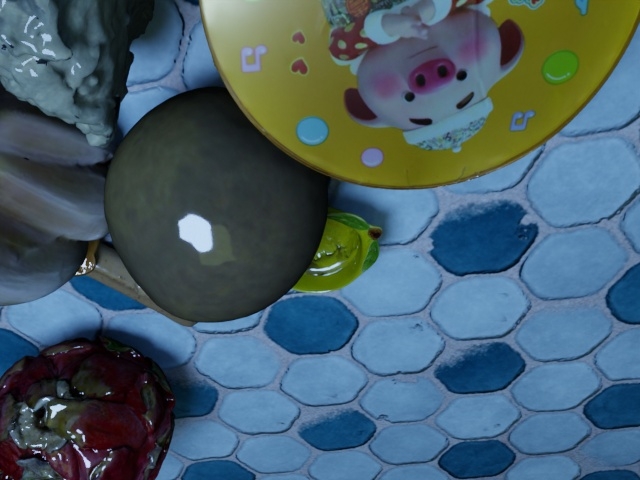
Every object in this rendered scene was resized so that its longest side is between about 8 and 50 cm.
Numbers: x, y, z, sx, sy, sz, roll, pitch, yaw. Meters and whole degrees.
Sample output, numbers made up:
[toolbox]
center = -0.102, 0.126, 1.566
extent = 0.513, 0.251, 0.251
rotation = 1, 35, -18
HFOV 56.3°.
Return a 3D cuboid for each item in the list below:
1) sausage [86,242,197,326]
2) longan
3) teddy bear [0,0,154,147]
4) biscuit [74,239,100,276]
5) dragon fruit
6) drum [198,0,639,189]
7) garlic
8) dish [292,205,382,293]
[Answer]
[sausage]
center = -0.325, 0.059, 0.989
extent = 0.301, 0.066, 0.066
rotation = 31, 123, -24
[longan]
center = -0.133, -0.039, 0.764
extent = 0.297, 0.297, 0.297
rotation = 0, 129, 1
[teddy bear]
center = -0.261, -0.256, 0.542
extent = 0.224, 0.367, 0.357
rotation = -8, 130, 0
[biscuit]
center = -0.394, -0.016, 0.908
extent = 0.118, 0.023, 0.140
rotation = 12, 93, -18
[dragon fruit]
center = -0.407, 0.321, 1.048
extent = 0.329, 0.329, 0.329
rotation = 0, 129, 1
[drum]
center = 0.093, -0.277, 0.613
extent = 0.431, 0.214, 0.431
rotation = 1, 129, 1
[garlic]
center = -0.367, -0.048, 0.747
extent = 0.132, 0.279, 0.325
rotation = 25, 173, 30
[dish]
center = 0.000, 0.000, 0.925
extent = 0.208, 0.080, 0.149
rotation = -20, 122, 18
